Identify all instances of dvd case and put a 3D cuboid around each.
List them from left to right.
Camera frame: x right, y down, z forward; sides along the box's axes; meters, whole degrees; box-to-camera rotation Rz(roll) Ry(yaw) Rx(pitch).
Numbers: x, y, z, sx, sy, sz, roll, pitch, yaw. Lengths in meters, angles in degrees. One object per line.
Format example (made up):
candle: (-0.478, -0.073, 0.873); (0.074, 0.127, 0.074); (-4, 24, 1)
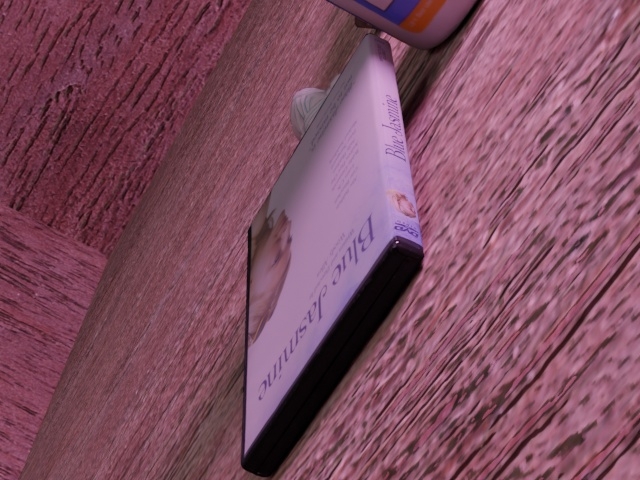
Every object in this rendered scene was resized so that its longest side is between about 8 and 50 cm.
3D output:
dvd case: (0.000, 0.000, 0.830); (0.180, 0.022, 0.253); (-57, 20, 29)

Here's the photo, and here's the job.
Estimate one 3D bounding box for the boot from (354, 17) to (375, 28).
boot: (0.046, -0.222, 1.189); (0.106, 0.037, 0.114); (130, 158, -57)

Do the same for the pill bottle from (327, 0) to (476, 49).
pill bottle: (-0.010, -0.251, 0.882); (0.152, 0.272, 0.152); (-58, 12, 21)

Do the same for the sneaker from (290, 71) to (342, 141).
sneaker: (0.004, -0.082, 0.997); (0.061, 0.053, 0.152); (-69, 13, -10)
